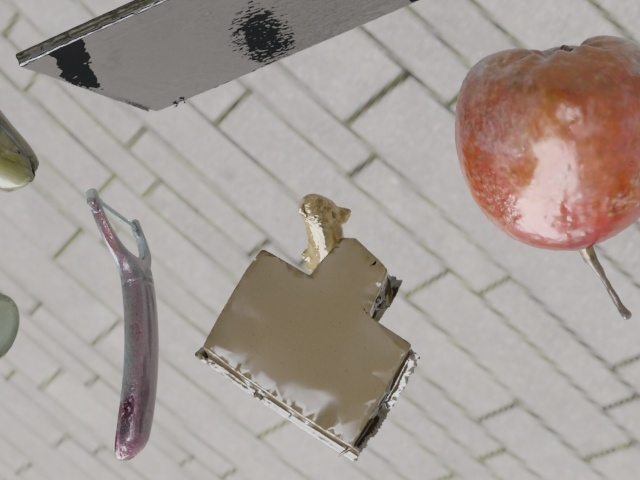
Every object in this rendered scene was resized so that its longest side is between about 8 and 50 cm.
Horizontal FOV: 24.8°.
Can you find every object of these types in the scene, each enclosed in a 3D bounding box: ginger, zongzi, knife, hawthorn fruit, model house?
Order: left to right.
[{"bbox_3d":[-0.509,-0.201,2.158,0.221,0.242,0.112,29,141,-27],"label":"zongzi"},{"bbox_3d":[-0.198,0.085,1.498,0.053,0.278,0.123,-15,157,20],"label":"knife"},{"bbox_3d":[0.002,0.100,1.396,0.181,0.176,0.248,33,169,7],"label":"model house"},{"bbox_3d":[0.005,-0.002,1.642,0.057,0.044,0.137,3,134,11],"label":"ginger"},{"bbox_3d":[0.245,-0.099,1.525,0.235,0.263,0.231,26,-179,32],"label":"hawthorn fruit"}]

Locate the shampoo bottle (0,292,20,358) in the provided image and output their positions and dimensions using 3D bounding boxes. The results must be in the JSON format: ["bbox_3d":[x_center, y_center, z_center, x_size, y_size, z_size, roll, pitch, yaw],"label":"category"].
[{"bbox_3d":[-0.473,0.068,1.686,0.262,0.085,0.085,17,141,27],"label":"shampoo bottle"}]

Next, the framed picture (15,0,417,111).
[{"bbox_3d":[-0.056,-0.193,1.248,0.339,0.255,0.014,-21,79,18],"label":"framed picture"}]
